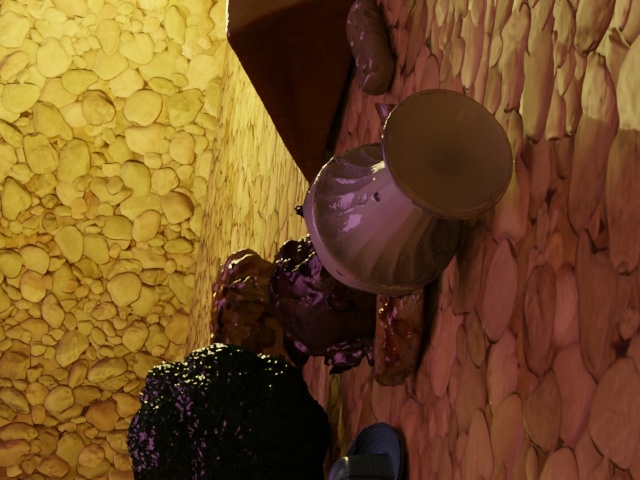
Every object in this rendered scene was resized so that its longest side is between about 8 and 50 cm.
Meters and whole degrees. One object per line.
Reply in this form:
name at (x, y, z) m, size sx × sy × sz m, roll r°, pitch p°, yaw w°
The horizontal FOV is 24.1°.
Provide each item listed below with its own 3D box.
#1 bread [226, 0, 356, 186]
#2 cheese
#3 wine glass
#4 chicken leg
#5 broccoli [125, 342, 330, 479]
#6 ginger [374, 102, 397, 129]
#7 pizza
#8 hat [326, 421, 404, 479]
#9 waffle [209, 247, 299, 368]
bread at (0.008, -0.277, 2.252) m, size 0.233 × 0.245 × 0.361 m, roll -97°, pitch -13°, yaw -46°
cheese at (0.064, -0.257, 1.963) m, size 0.194 × 0.043 × 0.065 m, roll -98°, pitch 16°, yaw -54°
wine glass at (0.084, -0.050, 1.434) m, size 0.196 × 0.165 × 0.165 m, roll 127°, pitch 148°, yaw -63°
chicken leg at (-0.007, 0.061, 1.895) m, size 0.361 × 0.140 × 0.211 m, roll 172°, pitch 96°, yaw -75°
broccoli at (-0.128, 0.278, 2.012) m, size 0.297 × 0.298 × 0.297 m, roll -29°, pitch 53°, yaw 55°
ginger at (0.087, -0.147, 1.813) m, size 0.097 × 0.030 × 0.048 m, roll -105°, pitch -4°, yaw -69°
pizza at (0.090, 0.025, 1.621) m, size 0.134 × 0.056 × 0.271 m, roll -94°, pitch 11°, yaw -79°
hat at (0.038, 0.292, 1.680) m, size 0.138 × 0.078 × 0.191 m, roll -102°, pitch 21°, yaw -55°
waffle at (-0.098, 0.174, 2.311) m, size 0.261 × 0.151 × 0.324 m, roll 152°, pitch 125°, yaw -73°
